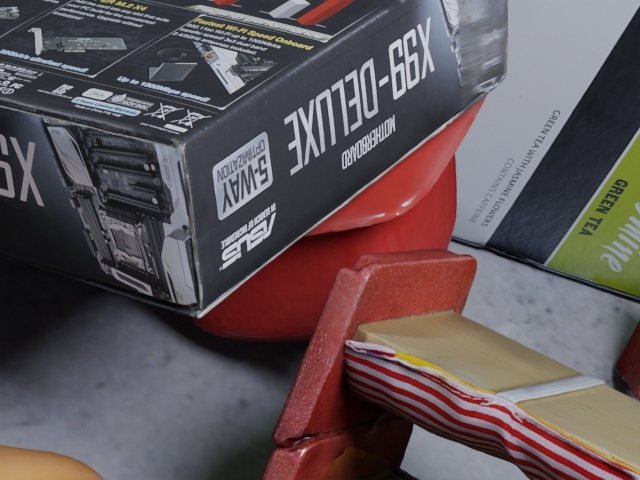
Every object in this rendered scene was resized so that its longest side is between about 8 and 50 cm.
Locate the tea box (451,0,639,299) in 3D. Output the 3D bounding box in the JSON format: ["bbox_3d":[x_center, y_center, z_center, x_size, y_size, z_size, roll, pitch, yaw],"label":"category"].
[{"bbox_3d":[0.227,-0.147,0.984,0.323,0.329,0.220,19,42,-11],"label":"tea box"}]

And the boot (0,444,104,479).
[{"bbox_3d":[-0.218,0.034,0.728,0.283,0.109,0.220,0,58,-10],"label":"boot"}]

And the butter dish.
[{"bbox_3d":[0.000,0.000,0.887,0.160,0.118,0.160,-5,25,24],"label":"butter dish"}]

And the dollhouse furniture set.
[{"bbox_3d":[0.148,0.108,0.835,0.201,0.152,0.374,26,14,26],"label":"dollhouse furniture set"}]

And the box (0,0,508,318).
[{"bbox_3d":[-0.108,-0.087,0.837,0.307,0.076,0.242,14,33,30],"label":"box"}]
